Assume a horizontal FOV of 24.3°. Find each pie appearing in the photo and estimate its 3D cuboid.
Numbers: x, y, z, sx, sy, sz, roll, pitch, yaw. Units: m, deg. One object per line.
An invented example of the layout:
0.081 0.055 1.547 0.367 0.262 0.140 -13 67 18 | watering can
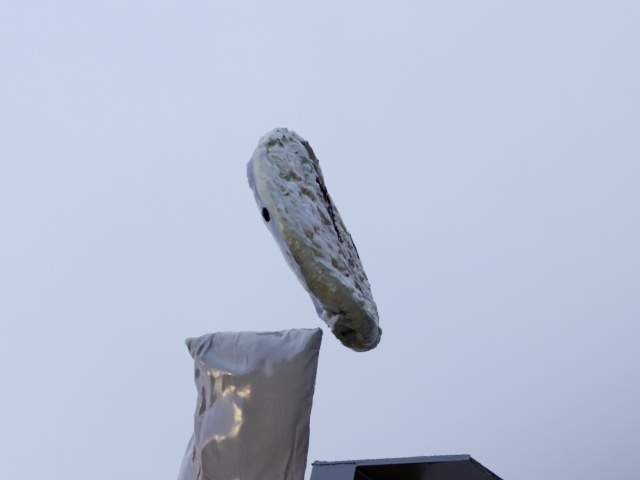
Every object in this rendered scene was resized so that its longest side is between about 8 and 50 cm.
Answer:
-0.001 0.000 2.028 0.077 0.339 0.339 -27 -24 10 | pie

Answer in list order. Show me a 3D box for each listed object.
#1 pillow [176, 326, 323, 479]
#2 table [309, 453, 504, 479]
-0.094 0.230 1.780 0.173 0.270 0.067 5 -3 12 | pillow
0.126 0.458 2.125 0.282 0.250 0.196 -11 -37 37 | table
